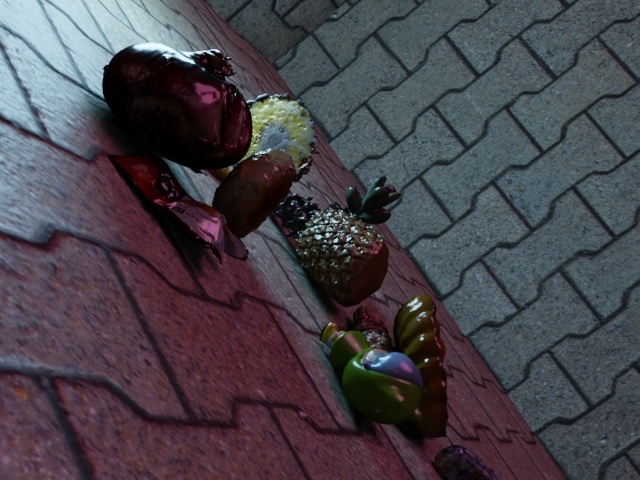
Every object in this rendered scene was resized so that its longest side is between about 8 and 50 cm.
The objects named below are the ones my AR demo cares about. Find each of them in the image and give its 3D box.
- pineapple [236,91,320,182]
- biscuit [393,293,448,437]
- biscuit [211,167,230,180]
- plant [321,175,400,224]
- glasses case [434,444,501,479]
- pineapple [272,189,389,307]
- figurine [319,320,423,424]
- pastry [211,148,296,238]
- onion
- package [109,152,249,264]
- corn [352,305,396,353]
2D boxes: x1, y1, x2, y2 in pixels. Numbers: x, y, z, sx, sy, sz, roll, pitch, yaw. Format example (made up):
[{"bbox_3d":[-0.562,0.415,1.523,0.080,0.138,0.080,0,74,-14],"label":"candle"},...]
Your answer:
[{"bbox_3d":[-0.107,-0.231,2.295,0.262,0.262,0.272,55,0,17],"label":"pineapple"},{"bbox_3d":[0.227,0.286,1.944,0.326,0.107,0.326,-7,90,-86],"label":"biscuit"},{"bbox_3d":[-0.286,-0.247,2.029,0.172,0.029,0.254,45,13,-34],"label":"biscuit"},{"bbox_3d":[0.097,-0.072,2.399,0.149,0.274,0.146,49,17,-8],"label":"plant"},{"bbox_3d":[0.353,0.546,1.920,0.248,0.087,0.065,48,24,-23],"label":"glasses case"},{"bbox_3d":[0.000,0.000,2.081,0.362,0.202,0.202,36,3,27],"label":"pineapple"},{"bbox_3d":[0.098,0.262,1.698,0.263,0.143,0.162,39,-9,42],"label":"figurine"},{"bbox_3d":[-0.133,-0.100,1.703,0.093,0.182,0.192,44,-29,12],"label":"pastry"},{"bbox_3d":[-0.264,-0.269,1.630,0.314,0.232,0.314,28,1,-1],"label":"onion"},{"bbox_3d":[-0.242,-0.056,1.508,0.269,0.071,0.194,40,5,12],"label":"package"},{"bbox_3d":[0.123,0.224,2.012,0.092,0.092,0.280,49,10,-13],"label":"corn"}]
